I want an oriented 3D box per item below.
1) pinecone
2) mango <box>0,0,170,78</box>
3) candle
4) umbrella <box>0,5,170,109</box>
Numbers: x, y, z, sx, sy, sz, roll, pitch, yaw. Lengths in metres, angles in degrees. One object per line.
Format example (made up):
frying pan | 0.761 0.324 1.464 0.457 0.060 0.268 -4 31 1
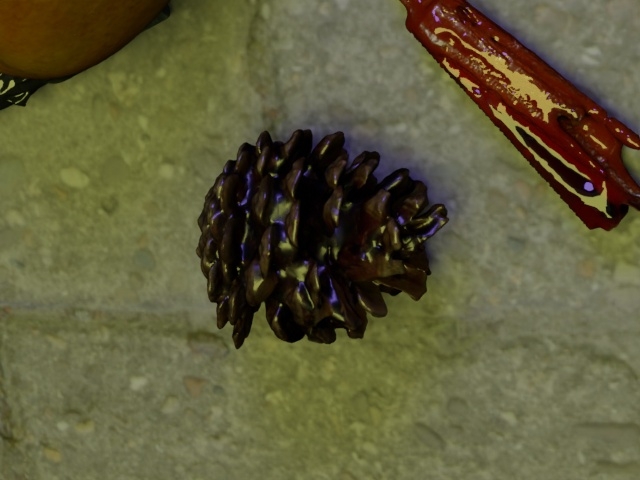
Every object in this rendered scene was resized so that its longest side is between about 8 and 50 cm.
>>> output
pinecone | -0.003 0.003 1.377 0.204 0.179 0.184 13 134 -1
mango | -0.179 -0.299 1.304 0.221 0.264 0.378 36 98 -12
candle | 0.151 -0.127 1.335 0.301 0.059 0.084 43 107 4
umbrella | -0.239 -0.172 1.473 0.235 0.059 0.066 -24 58 22
